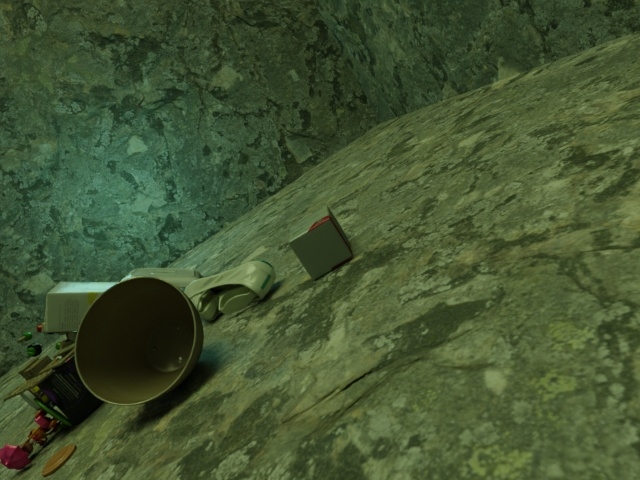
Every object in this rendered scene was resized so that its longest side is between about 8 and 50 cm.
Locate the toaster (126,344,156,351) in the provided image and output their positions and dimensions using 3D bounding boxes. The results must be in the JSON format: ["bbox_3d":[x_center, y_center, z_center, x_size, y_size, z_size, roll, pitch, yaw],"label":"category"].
[{"bbox_3d":[-0.537,0.323,1.152,0.110,0.168,0.185,-35,16,-19],"label":"toaster"}]

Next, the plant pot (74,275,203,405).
[{"bbox_3d":[-0.404,0.248,1.004,0.284,0.284,0.191,-34,-20,-6],"label":"plant pot"}]

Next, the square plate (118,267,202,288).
[{"bbox_3d":[-0.712,0.166,1.855,0.346,0.049,0.344,2,4,-17],"label":"square plate"}]

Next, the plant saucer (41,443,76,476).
[{"bbox_3d":[-0.632,0.527,0.989,0.083,0.013,0.083,-30,16,9],"label":"plant saucer"}]

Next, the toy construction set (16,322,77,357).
[{"bbox_3d":[-1.106,0.433,1.856,0.308,0.258,0.237,-32,5,9],"label":"toy construction set"}]

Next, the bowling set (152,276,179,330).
[{"bbox_3d":[-0.600,0.246,1.487,0.154,0.200,0.287,-38,11,-13],"label":"bowling set"}]

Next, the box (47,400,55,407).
[{"bbox_3d":[-0.945,0.568,1.498,0.083,0.018,0.067,-37,16,-15],"label":"box"}]

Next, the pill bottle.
[{"bbox_3d":[-1.048,0.540,1.609,0.117,0.117,0.215,-20,20,41],"label":"pill bottle"}]

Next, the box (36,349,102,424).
[{"bbox_3d":[-0.686,0.387,1.250,0.143,0.165,0.270,-15,23,50],"label":"box"}]

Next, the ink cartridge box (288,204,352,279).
[{"bbox_3d":[0.000,0.000,1.139,0.128,0.127,0.176,-31,15,9],"label":"ink cartridge box"}]

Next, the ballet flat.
[{"bbox_3d":[-0.309,0.174,1.266,0.400,0.139,0.139,-23,18,31],"label":"ballet flat"}]

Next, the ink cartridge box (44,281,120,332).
[{"bbox_3d":[-0.900,0.267,1.713,0.384,0.161,0.279,2,3,-23],"label":"ink cartridge box"}]

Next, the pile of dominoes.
[{"bbox_3d":[-0.792,0.354,1.175,0.251,0.040,0.196,-26,18,32],"label":"pile of dominoes"}]

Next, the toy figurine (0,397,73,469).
[{"bbox_3d":[-0.789,0.541,1.122,0.159,0.130,0.173,-54,2,-32],"label":"toy figurine"}]
